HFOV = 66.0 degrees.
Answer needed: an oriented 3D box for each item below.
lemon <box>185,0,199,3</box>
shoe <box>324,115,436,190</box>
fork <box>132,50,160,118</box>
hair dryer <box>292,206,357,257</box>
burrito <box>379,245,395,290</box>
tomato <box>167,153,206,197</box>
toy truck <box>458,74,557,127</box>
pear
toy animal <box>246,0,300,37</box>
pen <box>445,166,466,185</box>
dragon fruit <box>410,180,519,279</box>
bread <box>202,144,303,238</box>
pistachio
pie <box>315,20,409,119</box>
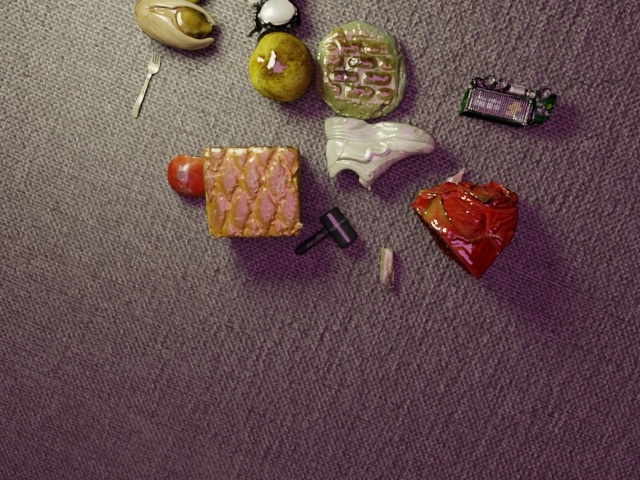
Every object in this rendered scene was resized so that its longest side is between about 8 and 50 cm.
[{"bbox_3d":[-0.400,-0.766,1.463,0.109,0.109,0.133,-30,74,6],"label":"lemon"},{"bbox_3d":[0.174,-0.257,1.507,0.342,0.132,0.210,7,100,6],"label":"shoe"},{"bbox_3d":[-0.548,-0.487,1.552,0.034,0.028,0.219,22,102,-9],"label":"fork"},{"bbox_3d":[0.000,0.000,1.579,0.219,0.071,0.124,-33,96,13],"label":"hair dryer"},{"bbox_3d":[0.216,0.092,1.590,0.055,0.041,0.149,-2,98,-11],"label":"burrito"},{"bbox_3d":[-0.411,-0.202,1.549,0.159,0.091,0.139,12,99,-2],"label":"tomato"},{"bbox_3d":[0.567,-0.415,1.489,0.259,0.088,0.121,13,97,1],"label":"toy truck"},{"bbox_3d":[-0.106,-0.504,1.453,0.197,0.197,0.197,0,98,2],"label":"pear"},{"bbox_3d":[-0.150,-0.702,1.448,0.166,0.138,0.179,-12,102,-13],"label":"toy animal"},{"bbox_3d":[0.402,-0.146,1.557,0.053,0.032,0.197,31,99,-2],"label":"pen"},{"bbox_3d":[0.451,-0.077,1.507,0.330,0.240,0.302,-38,84,-19],"label":"dragon fruit"},{"bbox_3d":[-0.194,-0.149,1.489,0.279,0.207,0.278,-4,100,0],"label":"bread"},{"bbox_3d":[-0.429,-0.643,1.458,0.238,0.153,0.137,13,101,-6],"label":"pistachio"},{"bbox_3d":[0.120,-0.513,1.498,0.307,0.071,0.306,0,96,3],"label":"pie"}]
